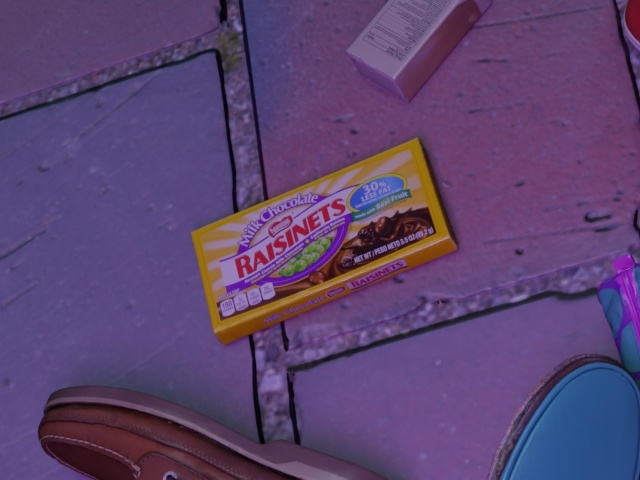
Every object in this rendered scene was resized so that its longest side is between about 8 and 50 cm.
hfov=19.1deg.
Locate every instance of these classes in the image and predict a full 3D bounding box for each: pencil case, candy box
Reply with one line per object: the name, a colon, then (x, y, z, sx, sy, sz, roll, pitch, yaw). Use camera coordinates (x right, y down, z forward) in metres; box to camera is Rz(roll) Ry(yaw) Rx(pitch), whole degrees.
pencil case: (0.242, 0.088, 1.350, 0.064, 0.070, 0.151, -27, 53, 23)
candy box: (0.000, 0.000, 1.529, 0.206, 0.027, 0.105, -23, 53, 10)

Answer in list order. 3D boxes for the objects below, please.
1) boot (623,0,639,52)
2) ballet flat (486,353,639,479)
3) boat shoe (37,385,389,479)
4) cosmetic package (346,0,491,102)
boot: (0.318, -0.170, 1.398, 0.244, 0.176, 0.088, 25, 76, 33)
ballet flat: (0.138, 0.229, 1.291, 0.107, 0.106, 0.316, 21, 73, -7)
boat shoe: (-0.093, 0.190, 1.411, 0.307, 0.111, 0.104, 12, 67, 28)
cosmetic package: (0.082, -0.178, 1.585, 0.060, 0.041, 0.115, 35, 80, 34)
